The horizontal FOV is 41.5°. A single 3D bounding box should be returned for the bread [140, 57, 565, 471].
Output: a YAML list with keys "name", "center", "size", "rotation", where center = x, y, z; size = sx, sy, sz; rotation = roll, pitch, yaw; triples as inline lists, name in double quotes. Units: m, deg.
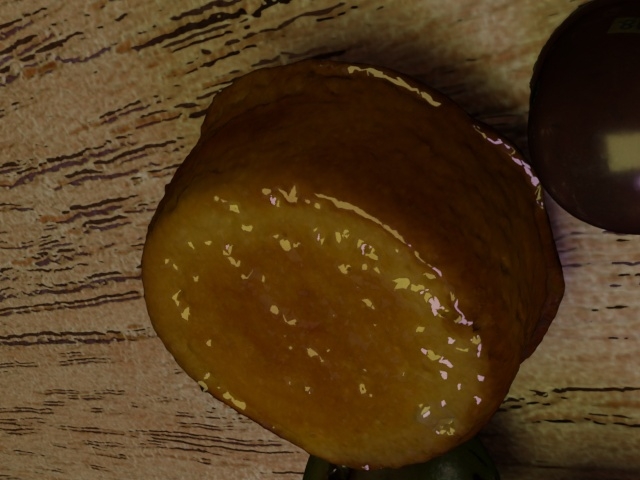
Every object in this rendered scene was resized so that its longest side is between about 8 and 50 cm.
- name: "bread"
  center: [0.022, 0.024, 0.615]
  size: [0.312, 0.172, 0.312]
  rotation: [12, 130, 15]

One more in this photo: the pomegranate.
- name: "pomegranate"
  center: [0.075, 0.231, 0.754]
  size: [0.179, 0.179, 0.210]
  rotation: [14, 158, 27]

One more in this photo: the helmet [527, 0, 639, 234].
- name: "helmet"
  center: [0.197, -0.058, 0.499]
  size: [0.175, 0.106, 0.155]
  rotation: [22, 131, 16]
